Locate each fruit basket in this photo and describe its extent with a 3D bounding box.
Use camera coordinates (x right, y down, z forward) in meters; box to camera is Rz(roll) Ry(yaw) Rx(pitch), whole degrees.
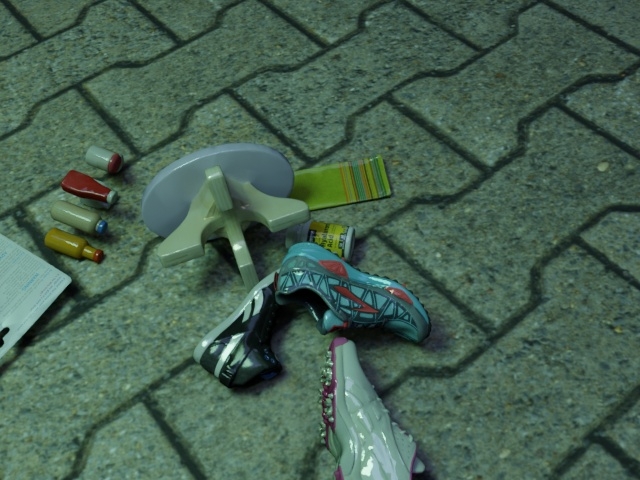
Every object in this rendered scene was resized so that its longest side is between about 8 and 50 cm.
[{"bbox_3d":[-0.663,0.104,1.115,0.353,0.165,0.327,32,62,6],"label":"fruit basket"}]

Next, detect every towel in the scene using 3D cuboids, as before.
[{"bbox_3d":[0.012,-0.106,1.271,0.237,0.021,0.102,-10,54,-3],"label":"towel"}]

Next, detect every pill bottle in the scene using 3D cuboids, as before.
[{"bbox_3d":[0.000,0.000,1.170,0.116,0.065,0.065,7,56,10],"label":"pill bottle"}]

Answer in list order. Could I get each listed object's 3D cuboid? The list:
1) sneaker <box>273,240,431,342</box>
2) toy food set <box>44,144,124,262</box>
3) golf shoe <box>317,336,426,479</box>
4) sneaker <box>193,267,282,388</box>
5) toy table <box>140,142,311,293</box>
[{"bbox_3d":[0.044,0.112,1.047,0.262,0.104,0.125,25,54,8],"label":"sneaker"},{"bbox_3d":[-0.411,-0.080,1.231,0.104,0.111,0.232,21,57,3],"label":"toy food set"},{"bbox_3d":[0.071,0.285,0.949,0.140,0.115,0.306,-1,60,-10],"label":"golf shoe"},{"bbox_3d":[-0.088,0.151,1.070,0.121,0.079,0.217,38,69,18],"label":"sneaker"},{"bbox_3d":[-0.162,-0.045,1.126,0.274,0.252,0.161,-28,40,1],"label":"toy table"}]
